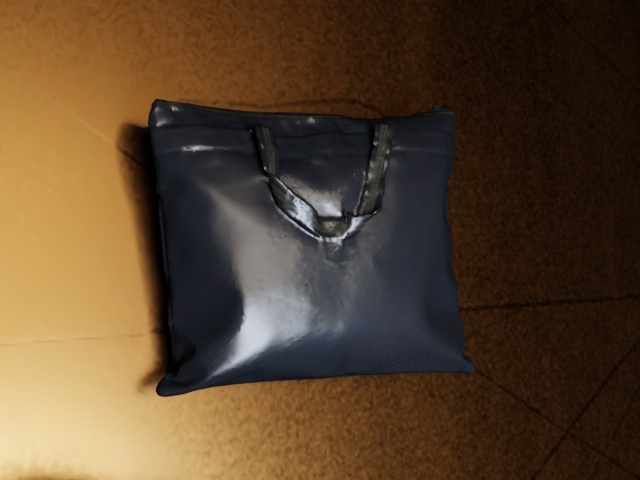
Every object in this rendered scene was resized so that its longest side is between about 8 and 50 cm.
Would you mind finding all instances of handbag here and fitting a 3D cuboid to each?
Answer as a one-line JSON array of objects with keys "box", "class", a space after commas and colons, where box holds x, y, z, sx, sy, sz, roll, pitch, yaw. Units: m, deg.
[{"box": [0.000, 0.000, 0.743, 0.254, 0.088, 0.211, -1, 85, -25], "class": "handbag"}]
